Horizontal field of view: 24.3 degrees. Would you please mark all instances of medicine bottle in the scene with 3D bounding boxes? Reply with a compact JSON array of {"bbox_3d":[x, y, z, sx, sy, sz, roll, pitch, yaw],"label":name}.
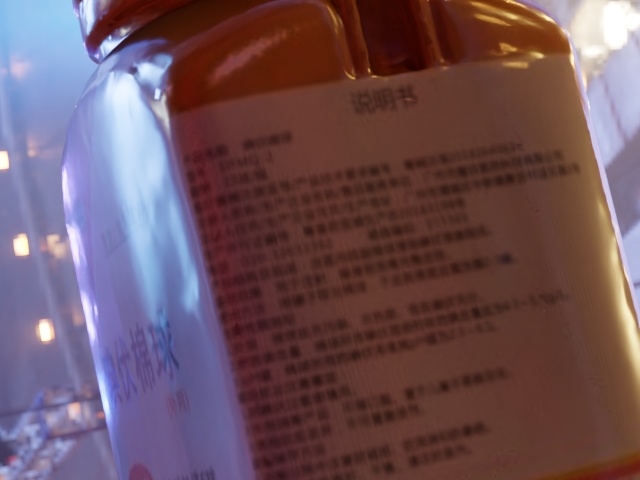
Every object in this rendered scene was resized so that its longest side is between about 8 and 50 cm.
[{"bbox_3d":[-0.001,0.000,0.391,0.149,0.112,0.222,148,-69,-67],"label":"medicine bottle"}]
